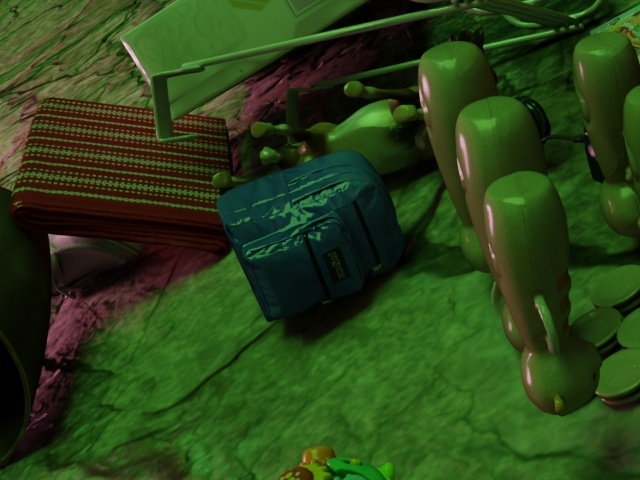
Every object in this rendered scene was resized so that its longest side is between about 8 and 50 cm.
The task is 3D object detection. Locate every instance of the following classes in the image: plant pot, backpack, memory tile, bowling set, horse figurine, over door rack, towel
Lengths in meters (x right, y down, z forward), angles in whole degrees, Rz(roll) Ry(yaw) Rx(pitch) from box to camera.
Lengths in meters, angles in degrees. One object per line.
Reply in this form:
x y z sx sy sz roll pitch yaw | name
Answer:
-0.318 0.052 1.188 0.215 0.215 0.230 -26 25 22 | plant pot
0.000 0.000 1.009 0.120 0.098 0.101 -23 33 -1 | backpack
0.196 0.048 0.757 0.148 0.012 0.113 -9 35 46 | memory tile
0.172 -0.021 0.770 0.199 0.154 0.287 -13 25 5 | bowling set
0.038 -0.087 1.093 0.263 0.066 0.174 -20 -10 31 | horse figurine
0.043 -0.176 1.120 0.324 0.108 0.239 -22 -8 28 | over door rack
-0.180 -0.067 1.306 0.198 0.031 0.275 7 25 -9 | towel

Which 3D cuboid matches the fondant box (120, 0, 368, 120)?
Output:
-0.033 -0.236 1.369 0.238 0.096 0.330 -30 8 14 | fondant box

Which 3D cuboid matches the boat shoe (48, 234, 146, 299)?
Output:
-0.248 0.021 1.340 0.227 0.079 0.081 -3 65 48 | boat shoe

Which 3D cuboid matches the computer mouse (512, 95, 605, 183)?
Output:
0.183 -0.068 0.946 0.041 0.071 0.242 -7 7 -26 | computer mouse

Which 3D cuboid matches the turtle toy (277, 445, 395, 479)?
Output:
-0.011 0.162 0.755 0.130 0.066 0.095 -41 24 -10 | turtle toy

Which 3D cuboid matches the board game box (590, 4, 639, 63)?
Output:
0.252 -0.135 0.998 0.103 0.026 0.154 -27 25 18 | board game box
